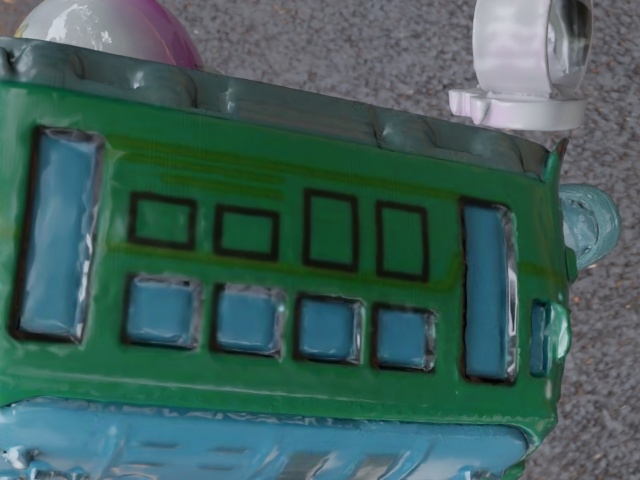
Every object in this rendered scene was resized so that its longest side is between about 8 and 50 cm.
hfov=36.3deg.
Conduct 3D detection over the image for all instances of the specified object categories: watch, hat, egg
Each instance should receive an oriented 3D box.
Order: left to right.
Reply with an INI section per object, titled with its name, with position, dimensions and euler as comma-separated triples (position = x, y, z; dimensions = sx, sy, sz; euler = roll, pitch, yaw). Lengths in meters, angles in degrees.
[egg]
position = -0.190, -0.105, 0.905
dimensions = 0.196, 0.196, 0.271
euler = -13, 78, 34
[watch]
position = 0.285, -0.276, 1.360
dimensions = 0.196, 0.244, 0.232
euler = 7, 107, 31
[hat]
position = 0.324, -0.010, 1.387
dimensions = 0.190, 0.078, 0.138
euler = -12, 92, -7

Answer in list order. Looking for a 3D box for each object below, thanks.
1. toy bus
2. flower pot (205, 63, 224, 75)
[toy bus]
position = -0.033, 0.033, 0.518
dimensions = 0.183, 0.343, 0.200
euler = 131, 141, -57
[flower pot]
position = -0.196, -0.132, 1.403
dimensions = 0.246, 0.195, 0.246
euler = -32, 33, 24
